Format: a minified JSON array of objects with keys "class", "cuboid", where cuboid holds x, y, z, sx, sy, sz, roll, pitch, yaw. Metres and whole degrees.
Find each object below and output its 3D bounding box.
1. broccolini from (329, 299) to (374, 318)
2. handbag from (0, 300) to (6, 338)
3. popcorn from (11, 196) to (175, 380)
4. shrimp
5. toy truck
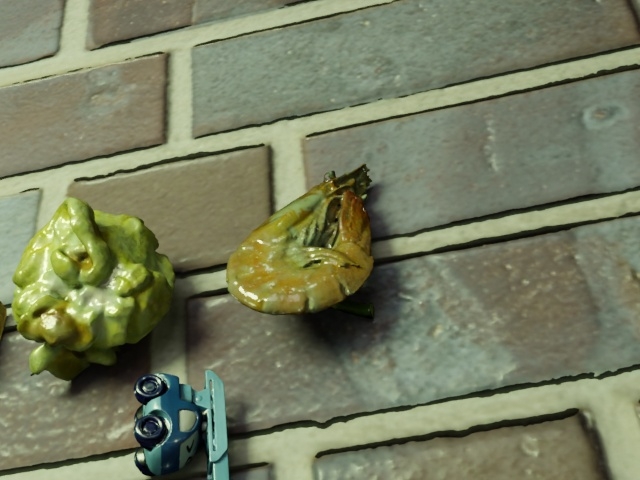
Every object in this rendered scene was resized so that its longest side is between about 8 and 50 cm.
[{"class":"broccolini","cuboid":[-0.019,0.044,0.951,0.140,0.035,0.030,12,59,23]},{"class":"handbag","cuboid":[-0.313,0.081,0.985,0.027,0.061,0.083,-5,49,9]},{"class":"popcorn","cuboid":[-0.199,0.040,0.957,0.141,0.162,0.135,-6,9,-19]},{"class":"shrimp","cuboid":[0.000,0.002,0.953,0.115,0.051,0.217,21,40,16]},{"class":"toy truck","cuboid":[-0.110,0.168,0.860,0.074,0.063,0.136,1,52,-9]}]
